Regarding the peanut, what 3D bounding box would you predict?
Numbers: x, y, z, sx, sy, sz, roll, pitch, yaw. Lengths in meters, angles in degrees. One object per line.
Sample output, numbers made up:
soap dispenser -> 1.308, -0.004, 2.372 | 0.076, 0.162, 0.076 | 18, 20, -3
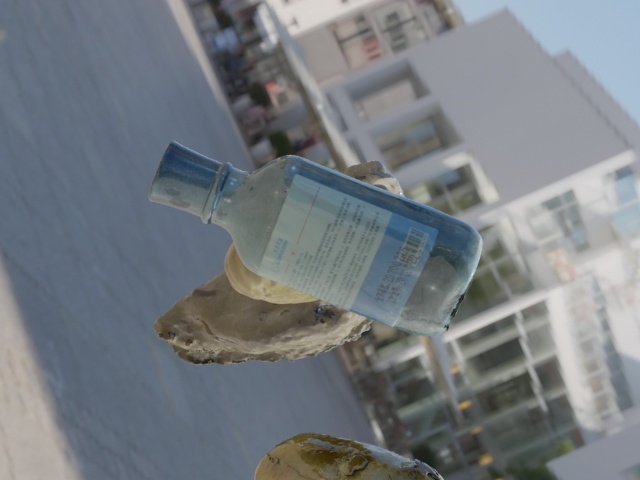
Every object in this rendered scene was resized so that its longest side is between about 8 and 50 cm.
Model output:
peanut -> 0.000, 0.000, 1.065 | 0.082, 0.187, 0.082 | 26, -48, 33

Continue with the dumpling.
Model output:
dumpling -> -0.021, 0.067, 1.319 | 0.166, 0.332, 0.086 | 46, 26, -14

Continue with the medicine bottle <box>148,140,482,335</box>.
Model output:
medicine bottle -> -0.005, -0.007, 0.806 | 0.053, 0.208, 0.090 | -70, -178, -50

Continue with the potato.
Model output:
potato -> 0.030, 0.207, 1.027 | 0.107, 0.170, 0.080 | -3, 102, -60
